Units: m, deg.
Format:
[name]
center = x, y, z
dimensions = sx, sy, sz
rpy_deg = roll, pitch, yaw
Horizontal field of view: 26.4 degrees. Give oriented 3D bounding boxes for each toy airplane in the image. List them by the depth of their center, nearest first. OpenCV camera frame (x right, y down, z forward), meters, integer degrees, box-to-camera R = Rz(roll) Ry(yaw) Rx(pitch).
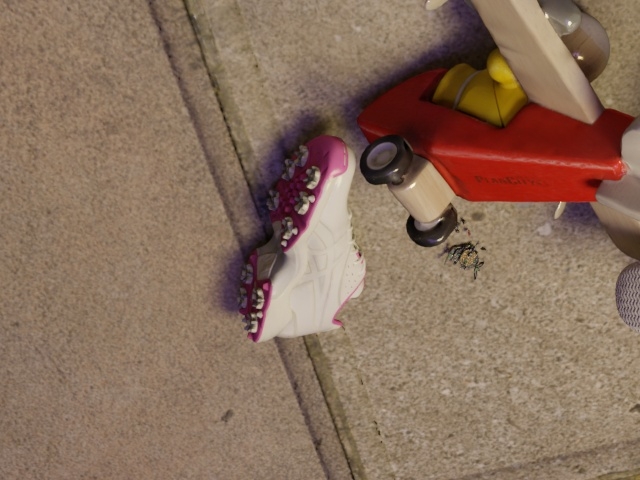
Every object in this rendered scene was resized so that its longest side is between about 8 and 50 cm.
[toy airplane]
center = 0.258, -0.134, 1.432
dimensions = 0.384, 0.272, 0.386
rpy_deg = 25, 154, -3

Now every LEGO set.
[LEGO set]
center = 0.178, 0.009, 1.691
dimensions = 0.054, 0.023, 0.083
rpy_deg = -6, 114, -2

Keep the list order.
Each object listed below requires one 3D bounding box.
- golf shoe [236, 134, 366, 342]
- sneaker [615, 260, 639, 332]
[golf shoe]
center = 0.000, 0.000, 1.628
dimensions = 0.140, 0.115, 0.306
rpy_deg = 5, 133, -21
[sneaker]
center = 0.459, 0.061, 1.455
dimensions = 0.153, 0.268, 0.101
rpy_deg = -8, 100, -36
